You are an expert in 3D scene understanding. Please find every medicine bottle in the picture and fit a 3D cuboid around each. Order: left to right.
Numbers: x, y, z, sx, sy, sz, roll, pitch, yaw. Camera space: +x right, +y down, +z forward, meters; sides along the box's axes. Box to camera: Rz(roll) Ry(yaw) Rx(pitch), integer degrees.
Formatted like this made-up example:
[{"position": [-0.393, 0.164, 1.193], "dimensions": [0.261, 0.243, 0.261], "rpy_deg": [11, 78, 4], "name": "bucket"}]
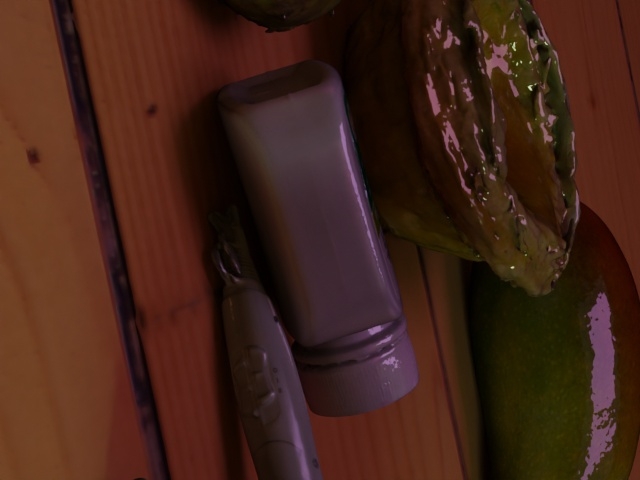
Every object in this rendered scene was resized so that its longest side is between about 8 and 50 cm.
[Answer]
[{"position": [0.000, 0.000, 0.995], "dimensions": [0.119, 0.069, 0.183], "rpy_deg": [-128, -157, -74], "name": "medicine bottle"}]

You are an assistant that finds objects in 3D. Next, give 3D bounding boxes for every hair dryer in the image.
[{"position": [-0.042, 0.083, 0.907], "dimensions": [0.206, 0.075, 0.237], "rpy_deg": [32, 43, -56], "name": "hair dryer"}]

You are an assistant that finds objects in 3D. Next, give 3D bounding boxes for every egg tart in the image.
[{"position": [0.098, -0.089, 1.261], "dimensions": [0.288, 0.118, 0.288], "rpy_deg": [46, 36, -49], "name": "egg tart"}]

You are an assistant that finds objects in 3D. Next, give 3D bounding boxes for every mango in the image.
[{"position": [0.178, 0.102, 1.382], "dimensions": [0.146, 0.129, 0.289], "rpy_deg": [22, 66, -64], "name": "mango"}]

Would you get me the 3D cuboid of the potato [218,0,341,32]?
[{"position": [-0.011, -0.201, 1.063], "dimensions": [0.225, 0.090, 0.117], "rpy_deg": [-68, 147, -51], "name": "potato"}]
